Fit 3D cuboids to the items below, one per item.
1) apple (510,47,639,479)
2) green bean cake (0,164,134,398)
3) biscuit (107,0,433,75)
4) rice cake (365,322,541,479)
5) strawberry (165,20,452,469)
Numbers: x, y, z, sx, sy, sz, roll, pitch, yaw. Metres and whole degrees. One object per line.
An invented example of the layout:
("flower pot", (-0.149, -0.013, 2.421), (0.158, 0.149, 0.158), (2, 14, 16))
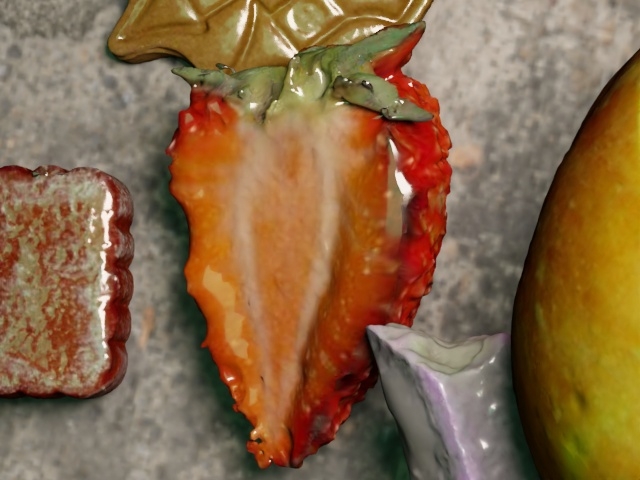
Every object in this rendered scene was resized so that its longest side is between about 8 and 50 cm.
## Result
("apple", (0.283, 0.043, 0.903), (0.374, 0.374, 0.384), (32, 99, 10))
("green bean cake", (-0.176, 0.024, 1.142), (0.135, 0.056, 0.135), (1, 88, 9))
("biscuit", (-0.033, -0.169, 1.144), (0.215, 0.034, 0.182), (-35, 82, 5))
("rice cake", (0.117, 0.224, 1.020), (0.064, 0.070, 0.399), (-19, 94, -29))
("strawberry", (0.013, 0.004, 1.084), (0.174, 0.098, 0.228), (-10, 91, 32))
